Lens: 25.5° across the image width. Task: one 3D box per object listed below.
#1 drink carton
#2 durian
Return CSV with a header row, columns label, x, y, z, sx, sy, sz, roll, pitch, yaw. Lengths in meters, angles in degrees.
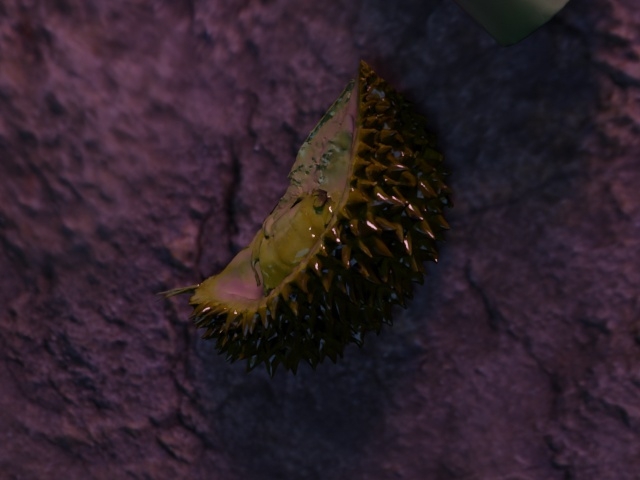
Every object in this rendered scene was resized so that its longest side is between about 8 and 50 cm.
label,x,y,z,sx,sy,sz,roll,pitch,yaw
drink carton,0.145,-0.250,1.172,0.142,0.146,0.144,40,147,-13
durian,0.001,0.009,1.374,0.355,0.157,0.169,-48,55,28
